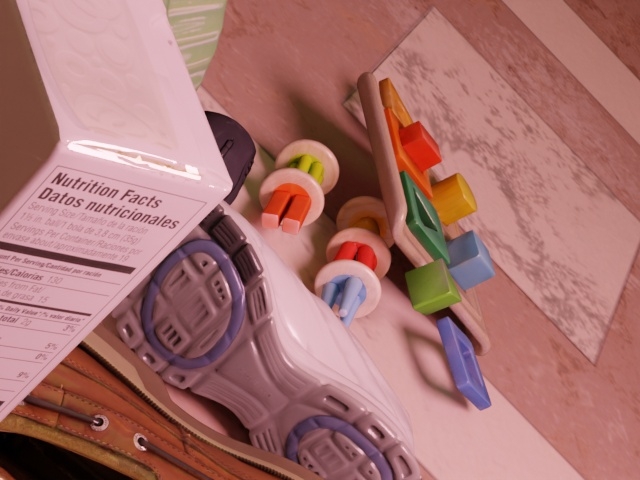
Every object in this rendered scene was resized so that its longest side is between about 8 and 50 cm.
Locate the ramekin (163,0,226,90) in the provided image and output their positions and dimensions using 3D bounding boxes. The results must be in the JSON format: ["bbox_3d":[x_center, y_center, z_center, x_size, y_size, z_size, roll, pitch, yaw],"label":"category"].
[{"bbox_3d":[-0.202,-0.159,1.020,0.303,0.303,0.148,51,22,6],"label":"ramekin"}]

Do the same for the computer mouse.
[{"bbox_3d":[-0.095,-0.034,1.263,0.071,0.041,0.242,41,30,-13],"label":"computer mouse"}]

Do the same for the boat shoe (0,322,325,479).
[{"bbox_3d":[-0.085,0.163,0.987,0.307,0.111,0.104,35,34,-4],"label":"boat shoe"}]

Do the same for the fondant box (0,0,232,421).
[{"bbox_3d":[-0.205,-0.023,0.807,0.096,0.330,0.238,15,42,-44],"label":"fondant box"}]

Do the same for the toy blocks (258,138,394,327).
[{"bbox_3d":[0.000,0.000,1.334,0.123,0.054,0.148,42,30,-13],"label":"toy blocks"}]

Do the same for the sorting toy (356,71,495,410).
[{"bbox_3d":[0.096,-0.027,1.427,0.196,0.047,0.348,54,18,-44],"label":"sorting toy"}]

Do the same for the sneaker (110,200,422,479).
[{"bbox_3d":[-0.042,0.066,1.171,0.297,0.111,0.129,53,16,-9],"label":"sneaker"}]
